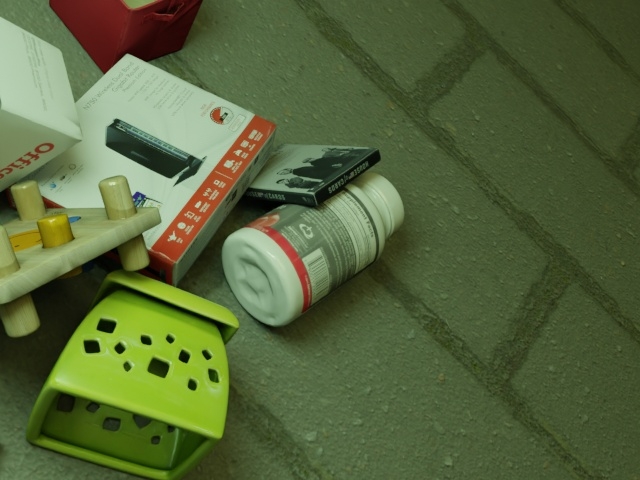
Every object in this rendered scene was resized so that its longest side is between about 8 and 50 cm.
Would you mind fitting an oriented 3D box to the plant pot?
[{"bbox_3d":[-0.249,0.182,0.984,0.227,0.228,0.207,23,51,-16],"label":"plant pot"}]

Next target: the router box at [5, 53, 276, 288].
[{"bbox_3d":[-0.281,-0.124,1.159,0.301,0.082,0.335,26,54,5],"label":"router box"}]

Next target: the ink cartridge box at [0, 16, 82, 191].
[{"bbox_3d":[-0.542,-0.178,0.865,0.395,0.285,0.166,20,47,-64],"label":"ink cartridge box"}]

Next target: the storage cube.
[{"bbox_3d":[-0.344,-0.441,1.270,0.183,0.193,0.215,-37,86,-36],"label":"storage cube"}]

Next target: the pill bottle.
[{"bbox_3d":[0.000,0.000,1.234,0.318,0.176,0.176,-32,83,-36],"label":"pill bottle"}]

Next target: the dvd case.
[{"bbox_3d":[-0.039,-0.122,1.260,0.179,0.238,0.030,-38,122,-36],"label":"dvd case"}]

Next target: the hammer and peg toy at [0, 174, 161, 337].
[{"bbox_3d":[-0.414,0.005,0.922,0.266,0.361,0.127,-36,120,-51],"label":"hammer and peg toy"}]
